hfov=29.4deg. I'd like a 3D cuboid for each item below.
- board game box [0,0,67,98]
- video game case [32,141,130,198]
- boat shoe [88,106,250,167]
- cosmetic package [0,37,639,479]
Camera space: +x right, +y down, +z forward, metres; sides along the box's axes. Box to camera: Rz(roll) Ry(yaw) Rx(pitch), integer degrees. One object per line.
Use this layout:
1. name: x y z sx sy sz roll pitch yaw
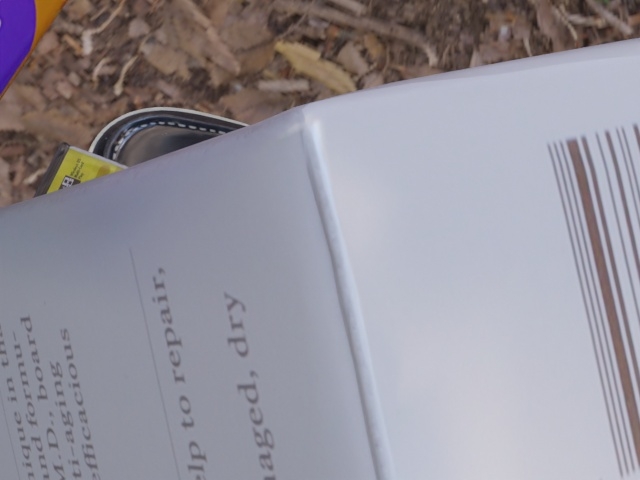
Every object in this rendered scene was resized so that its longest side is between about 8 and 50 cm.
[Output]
1. board game box: -0.242 -0.289 0.382 0.356 0.356 0.356 19 158 24
2. video game case: -0.139 0.089 0.910 0.248 0.275 0.035 21 164 9
3. boat shoe: 0.000 0.000 1.062 0.500 0.187 0.156 30 159 20
4. cosmetic package: 0.040 0.105 0.576 0.393 0.329 0.327 -9 95 54
